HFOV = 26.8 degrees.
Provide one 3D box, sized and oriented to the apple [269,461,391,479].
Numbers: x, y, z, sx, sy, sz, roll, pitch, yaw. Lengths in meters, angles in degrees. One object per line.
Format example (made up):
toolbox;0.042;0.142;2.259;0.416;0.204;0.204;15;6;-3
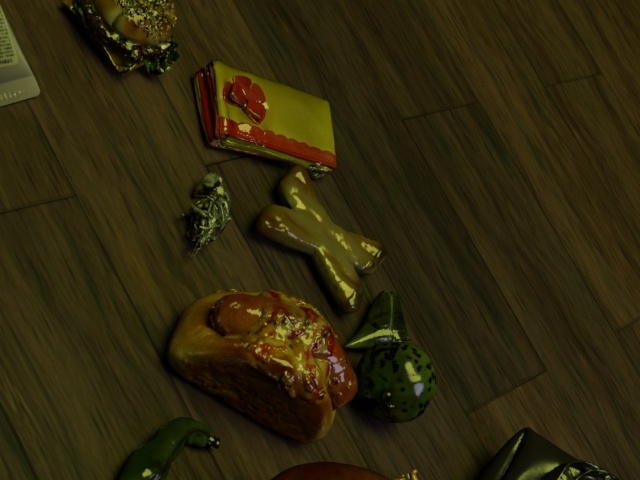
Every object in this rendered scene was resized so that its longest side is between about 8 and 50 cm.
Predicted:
apple;0.024;0.386;1.630;0.254;0.253;0.253;25;47;-30

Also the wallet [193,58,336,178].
wallet;-0.076;-0.185;2.070;0.241;0.067;0.141;13;55;-38

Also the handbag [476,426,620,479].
handbag;0.342;0.428;1.936;0.285;0.113;0.257;34;45;16

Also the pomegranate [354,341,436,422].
pomegranate;0.113;0.202;1.941;0.122;0.122;0.161;60;17;8

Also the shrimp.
shrimp;-0.160;-0.033;1.887;0.065;0.057;0.165;54;27;-23

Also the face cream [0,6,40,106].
face cream;-0.475;-0.302;1.763;0.154;0.096;0.273;-26;95;-53

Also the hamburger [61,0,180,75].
hamburger;-0.275;-0.330;1.961;0.189;0.093;0.164;46;40;-11

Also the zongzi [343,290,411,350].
zongzi;0.074;0.120;2.013;0.113;0.052;0.104;5;50;-27

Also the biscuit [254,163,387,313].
biscuit;0.000;0.000;2.023;0.208;0.047;0.164;43;40;-12

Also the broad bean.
broad bean;-0.194;0.264;1.644;0.061;0.046;0.195;55;38;6

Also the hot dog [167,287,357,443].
hot dog;-0.060;0.155;1.768;0.257;0.153;0.150;34;43;-22

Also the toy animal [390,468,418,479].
toy animal;0.128;0.366;1.874;0.081;0.060;0.083;-21;80;-24
